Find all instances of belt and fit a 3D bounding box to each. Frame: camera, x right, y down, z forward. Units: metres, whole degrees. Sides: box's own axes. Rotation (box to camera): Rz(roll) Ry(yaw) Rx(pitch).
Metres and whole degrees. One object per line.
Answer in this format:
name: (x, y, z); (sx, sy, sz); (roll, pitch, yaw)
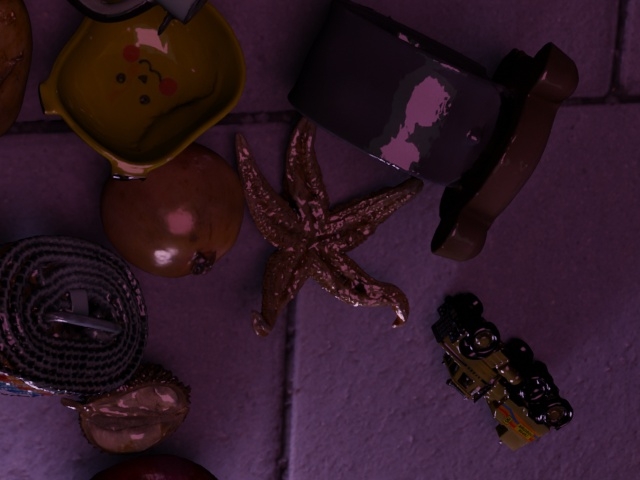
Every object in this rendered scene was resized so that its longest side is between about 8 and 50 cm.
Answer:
belt: (-0.355, 0.096, 1.894); (0.295, 0.160, 0.207); (23, 67, -48)

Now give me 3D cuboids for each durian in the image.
durian: (-0.276, 0.220, 2.064); (0.188, 0.091, 0.148); (4, 126, -31)

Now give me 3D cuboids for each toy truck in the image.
toy truck: (0.263, 0.199, 2.249); (0.127, 0.127, 0.257); (-37, 117, 11)

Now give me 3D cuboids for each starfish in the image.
starfish: (-0.006, 0.002, 2.089); (0.375, 0.094, 0.327); (35, 75, -23)

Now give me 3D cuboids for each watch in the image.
watch: (0.127, -0.187, 1.990); (0.327, 0.335, 0.314); (27, 103, -7)

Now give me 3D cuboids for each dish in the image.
dish: (-0.232, -0.200, 1.900); (0.221, 0.108, 0.262); (41, 70, -5)

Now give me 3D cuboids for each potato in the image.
potato: (-0.442, -0.260, 1.811); (0.173, 0.140, 0.300); (-11, 106, -22)

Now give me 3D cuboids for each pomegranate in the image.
pomegranate: (-0.193, -0.042, 1.954); (0.191, 0.191, 0.191); (-7, 110, -19)

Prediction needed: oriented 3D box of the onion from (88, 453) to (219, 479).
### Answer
onion: (-0.240, 0.432, 2.063); (0.276, 0.276, 0.276); (-7, 110, -19)

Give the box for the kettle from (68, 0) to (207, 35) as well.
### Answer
kettle: (-0.233, -0.383, 1.810); (0.255, 0.165, 0.240); (37, 97, -7)
